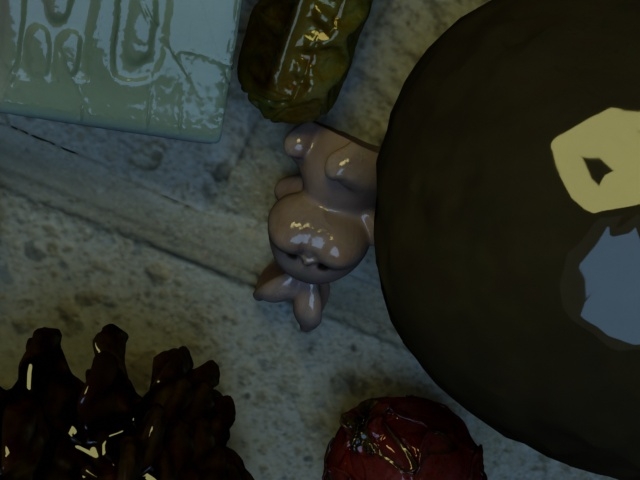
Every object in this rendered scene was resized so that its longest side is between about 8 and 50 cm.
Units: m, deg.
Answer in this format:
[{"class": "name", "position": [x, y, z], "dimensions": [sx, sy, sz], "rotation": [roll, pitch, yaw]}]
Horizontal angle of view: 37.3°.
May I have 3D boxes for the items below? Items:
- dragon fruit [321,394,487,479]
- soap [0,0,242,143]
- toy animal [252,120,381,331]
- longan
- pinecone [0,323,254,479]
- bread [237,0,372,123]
[{"class": "dragon fruit", "position": [0.091, 0.248, 0.986], "dimensions": [0.172, 0.172, 0.209], "rotation": [-22, 105, 3]}, {"class": "soap", "position": [-0.215, -0.190, 0.795], "dimensions": [0.290, 0.095, 0.172], "rotation": [8, 111, -10]}, {"class": "toy animal", "position": [-0.001, 0.000, 0.894], "dimensions": [0.124, 0.124, 0.212], "rotation": [15, 107, -13]}, {"class": "longan", "position": [0.238, -0.021, 0.754], "dimensions": [0.404, 0.436, 0.403], "rotation": [2, 98, 15]}, {"class": "pinecone", "position": [-0.230, 0.260, 0.849], "dimensions": [0.398, 0.397, 0.397], "rotation": [-3, 113, -6]}, {"class": "bread", "position": [0.002, -0.226, 0.811], "dimensions": [0.098, 0.087, 0.269], "rotation": [15, 110, -14]}]
